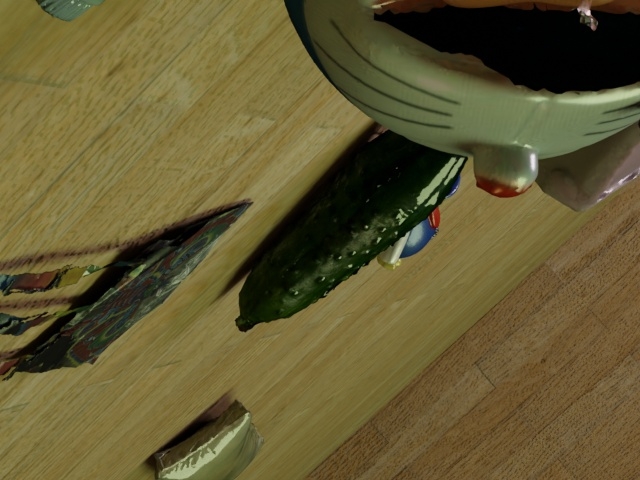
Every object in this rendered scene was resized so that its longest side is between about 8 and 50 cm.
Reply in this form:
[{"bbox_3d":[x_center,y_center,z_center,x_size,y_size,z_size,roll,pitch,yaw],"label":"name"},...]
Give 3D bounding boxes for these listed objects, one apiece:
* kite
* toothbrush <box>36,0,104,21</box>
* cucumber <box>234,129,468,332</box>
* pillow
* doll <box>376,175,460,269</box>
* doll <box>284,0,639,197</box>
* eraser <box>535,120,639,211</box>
[{"bbox_3d":[-0.130,0.039,0.807,0.152,0.015,0.285,-45,169,17],"label":"kite"},{"bbox_3d":[-0.102,-0.081,0.410,0.019,0.013,0.193,-34,172,11],"label":"toothbrush"},{"bbox_3d":[0.014,-0.007,1.022,0.227,0.069,0.069,-42,171,28],"label":"cucumber"},{"bbox_3d":[-0.114,0.223,1.538,0.119,0.053,0.208,-42,167,-9],"label":"pillow"},{"bbox_3d":[0.072,-0.030,1.161,0.143,0.057,0.099,113,1,-55],"label":"doll"},{"bbox_3d":[0.082,-0.132,0.475,0.215,0.161,0.257,-8,147,-16],"label":"doll"},{"bbox_3d":[0.316,-0.189,1.199,0.272,0.122,0.359,-35,168,-31],"label":"eraser"}]
